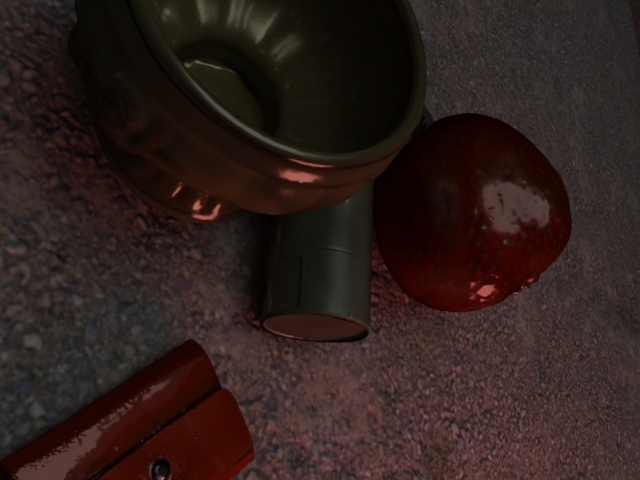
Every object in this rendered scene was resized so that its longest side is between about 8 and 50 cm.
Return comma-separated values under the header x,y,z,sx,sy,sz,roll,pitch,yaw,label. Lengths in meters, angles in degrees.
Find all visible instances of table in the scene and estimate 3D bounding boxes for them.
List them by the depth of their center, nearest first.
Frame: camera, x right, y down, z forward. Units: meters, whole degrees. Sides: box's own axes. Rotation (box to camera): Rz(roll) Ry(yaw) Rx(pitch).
x,y,z,sx,sy,sz,roll,pitch,yaw,label
0.000,0.000,0.709,0.126,0.126,0.220,24,61,-39,table

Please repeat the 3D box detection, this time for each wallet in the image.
x,y,z,sx,sy,sz,roll,pitch,yaw,label
-0.158,0.198,0.535,0.204,0.045,0.142,-31,100,-47,wallet

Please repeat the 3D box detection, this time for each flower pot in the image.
x,y,z,sx,sy,sz,roll,pitch,yaw,label
-0.082,-0.149,0.565,0.307,0.244,0.308,13,65,-29,flower pot

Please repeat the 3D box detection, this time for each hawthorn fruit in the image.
x,y,z,sx,sy,sz,roll,pitch,yaw,label
0.188,-0.064,0.851,0.287,0.287,0.330,-24,79,-48,hawthorn fruit

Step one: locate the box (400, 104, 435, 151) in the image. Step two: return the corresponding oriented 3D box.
x,y,z,sx,sy,sz,roll,pitch,yaw,label
0.119,-0.223,0.968,0.177,0.035,0.115,51,50,-28,box
